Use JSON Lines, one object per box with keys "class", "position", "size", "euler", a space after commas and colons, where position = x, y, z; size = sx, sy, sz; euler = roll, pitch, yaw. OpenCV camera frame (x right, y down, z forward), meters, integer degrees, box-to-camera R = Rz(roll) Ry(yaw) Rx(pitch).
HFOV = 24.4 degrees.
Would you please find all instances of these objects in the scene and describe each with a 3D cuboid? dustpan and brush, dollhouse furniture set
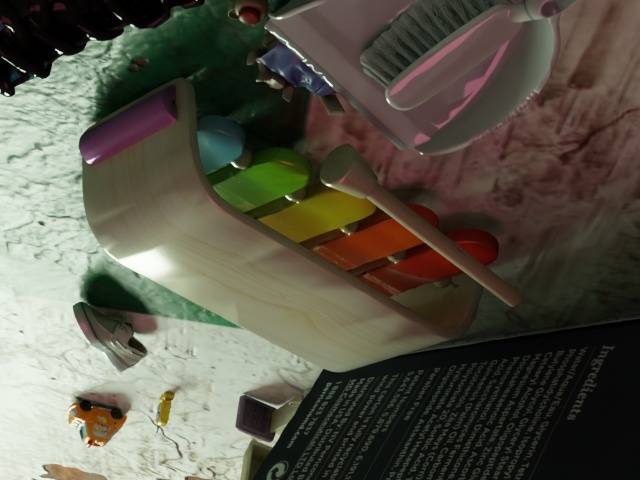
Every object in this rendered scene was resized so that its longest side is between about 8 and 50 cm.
{"class": "dustpan and brush", "position": [0.095, -0.120, 0.799], "size": [0.211, 0.060, 0.147], "euler": [-34, 132, 21]}
{"class": "dollhouse furniture set", "position": [-0.022, 0.193, 1.345], "size": [0.091, 0.114, 0.081], "euler": [27, 142, -26]}

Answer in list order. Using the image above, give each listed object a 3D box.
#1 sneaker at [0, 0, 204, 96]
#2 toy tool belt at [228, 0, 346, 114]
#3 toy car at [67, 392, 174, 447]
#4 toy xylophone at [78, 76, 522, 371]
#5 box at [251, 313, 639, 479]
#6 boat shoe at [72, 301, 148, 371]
{"class": "sneaker", "position": [-0.128, -0.133, 0.756], "size": [0.341, 0.139, 0.125], "euler": [-6, 147, 20]}
{"class": "toy tool belt", "position": [-0.017, -0.108, 0.862], "size": [0.083, 0.051, 0.052], "euler": [25, 146, -28]}
{"class": "toy car", "position": [-0.197, 0.172, 1.422], "size": [0.060, 0.040, 0.122], "euler": [27, 146, -31]}
{"class": "toy xylophone", "position": [0.000, 0.000, 1.022], "size": [0.236, 0.081, 0.323], "euler": [-15, 144, 35]}
{"class": "box", "position": [0.239, 0.322, 1.127], "size": [0.472, 0.297, 0.480], "euler": [-15, 122, 45]}
{"class": "boat shoe", "position": [-0.176, 0.078, 1.262], "size": [0.035, 0.035, 0.100], "euler": [-27, 140, 4]}
